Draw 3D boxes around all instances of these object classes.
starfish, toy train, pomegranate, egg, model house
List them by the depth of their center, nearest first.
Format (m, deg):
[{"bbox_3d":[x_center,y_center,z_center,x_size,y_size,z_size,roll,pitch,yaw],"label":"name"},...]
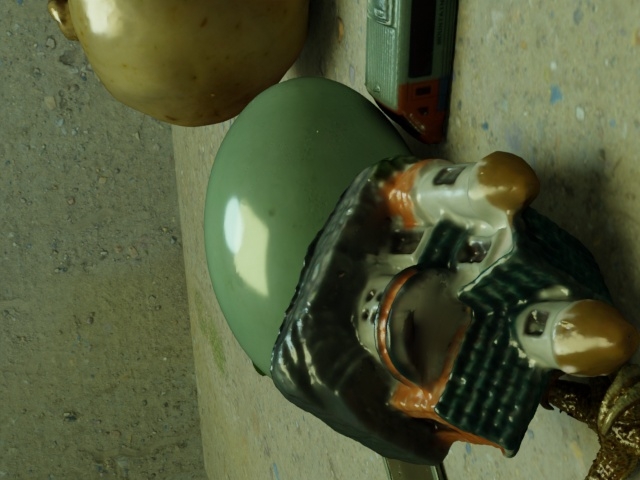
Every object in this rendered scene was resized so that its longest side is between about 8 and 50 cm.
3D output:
[{"bbox_3d":[0.128,0.053,0.803,0.301,0.190,0.271,-3,55,62],"label":"model house"},{"bbox_3d":[0.230,0.165,0.822,0.190,0.074,0.146,-159,61,-71],"label":"starfish"},{"bbox_3d":[0.093,-0.290,0.995,0.086,0.089,0.409,-130,34,-51],"label":"toy train"},{"bbox_3d":[0.000,0.000,1.139,0.276,0.276,0.389,-176,78,-73],"label":"egg"},{"bbox_3d":[-0.213,-0.368,1.430,0.411,0.411,0.412,170,90,-74],"label":"pomegranate"}]

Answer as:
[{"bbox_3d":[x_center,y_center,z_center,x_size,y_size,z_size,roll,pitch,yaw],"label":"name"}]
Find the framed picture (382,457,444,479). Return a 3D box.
[{"bbox_3d":[0.132,0.329,1.356,0.216,0.016,0.273,128,130,-67],"label":"framed picture"}]

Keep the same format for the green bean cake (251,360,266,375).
[{"bbox_3d":[-0.082,0.108,1.761,0.222,0.124,0.248,-116,25,-48],"label":"green bean cake"}]
